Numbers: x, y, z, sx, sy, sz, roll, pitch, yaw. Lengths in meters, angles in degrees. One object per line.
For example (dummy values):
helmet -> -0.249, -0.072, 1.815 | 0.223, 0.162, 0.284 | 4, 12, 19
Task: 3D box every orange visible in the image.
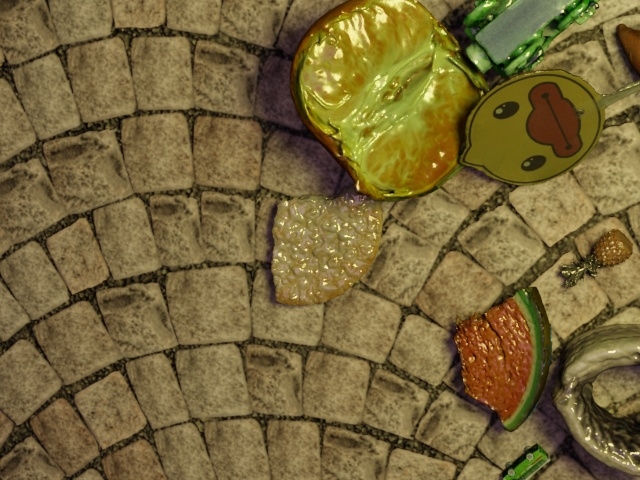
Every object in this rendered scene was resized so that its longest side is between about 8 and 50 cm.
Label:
orange -> 0.109, -0.227, 1.574 | 0.262, 0.196, 0.334 | -42, 105, 16

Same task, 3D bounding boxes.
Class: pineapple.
pineapple -> 0.441, 0.034, 1.628 | 0.124, 0.058, 0.058 | -39, 89, 30

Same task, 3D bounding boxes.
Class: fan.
fan -> 0.363, -0.185, 1.528 | 0.335, 0.011, 0.229 | -24, 134, 17

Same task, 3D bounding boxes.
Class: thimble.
thimble -> 0.491, 0.245, 1.590 | 0.245, 0.157, 0.217 | 13, 99, 10

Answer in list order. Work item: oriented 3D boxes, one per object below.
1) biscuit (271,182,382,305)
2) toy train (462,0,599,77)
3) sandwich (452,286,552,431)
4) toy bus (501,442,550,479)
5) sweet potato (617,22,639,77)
biscuit -> 0.000, 0.000, 1.725 | 0.188, 0.040, 0.265 | 44, 104, 3
toy train -> 0.323, -0.347, 1.516 | 0.243, 0.188, 0.132 | -40, 89, 16
sandwich -> 0.311, 0.196, 1.670 | 0.159, 0.079, 0.235 | -10, 93, 25
toy bus -> 0.346, 0.381, 1.709 | 0.037, 0.031, 0.083 | 43, 106, -6
sweet potato -> 0.593, -0.216, 1.522 | 0.354, 0.106, 0.095 | 31, 138, 8
